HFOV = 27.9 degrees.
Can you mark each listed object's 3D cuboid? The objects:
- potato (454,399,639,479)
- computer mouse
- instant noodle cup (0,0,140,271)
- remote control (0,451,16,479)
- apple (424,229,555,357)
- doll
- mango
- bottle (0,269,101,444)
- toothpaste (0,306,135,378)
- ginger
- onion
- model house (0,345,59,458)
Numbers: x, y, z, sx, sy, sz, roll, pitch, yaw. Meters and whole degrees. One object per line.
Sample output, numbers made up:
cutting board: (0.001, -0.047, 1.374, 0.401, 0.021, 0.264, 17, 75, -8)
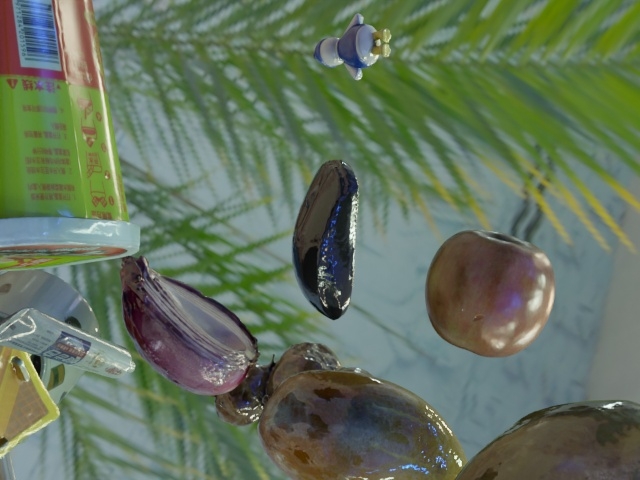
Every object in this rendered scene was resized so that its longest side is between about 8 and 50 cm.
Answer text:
potato: (0.236, 0.301, 1.246, 0.243, 0.221, 0.326, 25, -100, 32)
computer mouse: (0.000, 0.000, 2.092, 0.137, 0.086, 0.269, -138, -131, -65)
instant noodle cup: (-0.360, -0.128, 1.454, 0.294, 0.294, 0.307, 160, -74, -69)
remote control: (-0.535, 0.389, 2.117, 0.087, 0.029, 0.190, -49, -136, 27)
apple: (0.244, 0.076, 1.871, 0.188, 0.188, 0.173, -131, -122, -76)
doll: (0.042, -0.282, 1.893, 0.143, 0.058, 0.098, -5, -97, 43)
mango: (0.078, 0.343, 2.174, 0.199, 0.384, 0.221, 113, 1, -53)
bottle: (-0.492, 0.198, 1.937, 0.229, 0.229, 0.351, -52, -177, 29)
toothpaste: (-0.269, 0.114, 1.391, 0.060, 0.233, 0.038, -34, -119, 13)
ginger: (-0.003, 0.304, 2.416, 0.256, 0.375, 0.176, -23, 119, -46)
onion: (-0.236, 0.140, 2.062, 0.120, 0.283, 0.227, -48, 177, 14)
model house: (-0.437, 0.236, 1.472, 0.242, 0.313, 0.357, 12, -96, 30)
